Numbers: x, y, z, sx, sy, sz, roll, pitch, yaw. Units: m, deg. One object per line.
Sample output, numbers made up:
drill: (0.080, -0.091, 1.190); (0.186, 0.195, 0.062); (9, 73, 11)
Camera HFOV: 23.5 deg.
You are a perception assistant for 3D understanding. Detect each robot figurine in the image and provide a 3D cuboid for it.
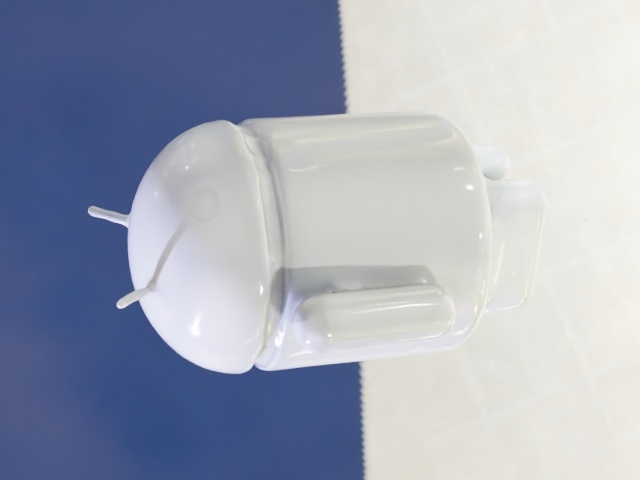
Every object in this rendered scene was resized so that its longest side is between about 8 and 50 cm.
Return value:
robot figurine: (0.000, 0.000, 1.232); (0.353, 0.300, 0.200); (-4, -66, -17)
